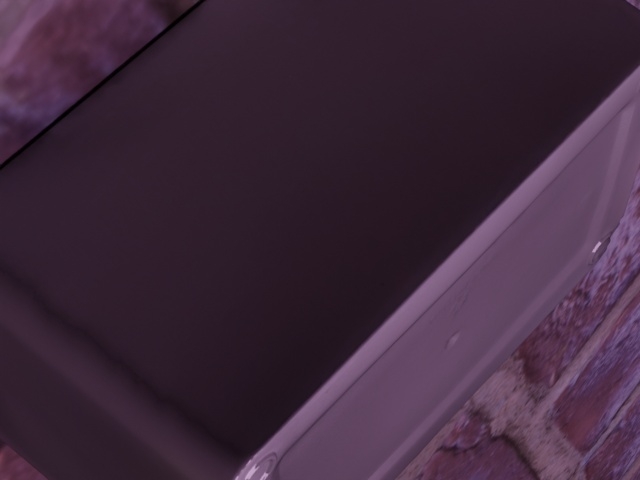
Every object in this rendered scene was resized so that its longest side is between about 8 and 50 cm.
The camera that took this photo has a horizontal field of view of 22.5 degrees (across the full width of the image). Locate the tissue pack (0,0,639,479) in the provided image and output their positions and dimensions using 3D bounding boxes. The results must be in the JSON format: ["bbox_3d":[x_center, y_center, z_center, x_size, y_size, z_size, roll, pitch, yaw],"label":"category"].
[{"bbox_3d":[0.000,0.001,0.606,0.246,0.136,0.159,-43,157,-24],"label":"tissue pack"}]
